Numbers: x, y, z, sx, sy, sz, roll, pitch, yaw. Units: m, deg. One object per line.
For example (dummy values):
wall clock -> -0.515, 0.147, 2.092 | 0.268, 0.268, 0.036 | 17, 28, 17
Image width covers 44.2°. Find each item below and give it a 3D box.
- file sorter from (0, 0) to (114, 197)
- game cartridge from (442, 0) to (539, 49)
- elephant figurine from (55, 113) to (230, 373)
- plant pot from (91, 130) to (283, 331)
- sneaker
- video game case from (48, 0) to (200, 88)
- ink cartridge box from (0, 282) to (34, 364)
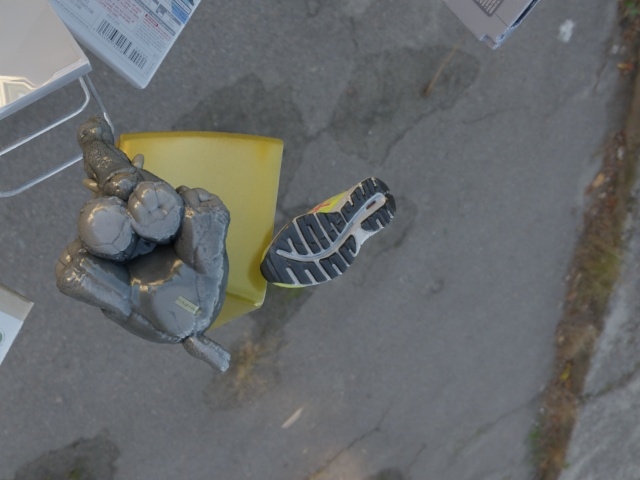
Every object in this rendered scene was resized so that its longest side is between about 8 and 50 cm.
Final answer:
file sorter -> -0.422, -0.227, 1.015 | 0.193, 0.277, 0.173 | -32, 159, -12
game cartridge -> 0.084, -0.134, 0.355 | 0.017, 0.056, 0.083 | -37, 171, -39
elephant figurine -> -0.171, -0.008, 0.788 | 0.170, 0.239, 0.185 | 13, 100, -20
plant pot -> -0.182, -0.022, 0.971 | 0.187, 0.212, 0.212 | 15, 69, -23
sneaker -> 0.000, 0.000, 0.939 | 0.208, 0.094, 0.081 | -32, 97, -39
video game case -> -0.319, -0.452, 1.217 | 0.329, 0.036, 0.299 | 39, 75, -42
ink cartridge box -> -0.494, 0.133, 0.959 | 0.193, 0.088, 0.234 | 42, 67, -51
